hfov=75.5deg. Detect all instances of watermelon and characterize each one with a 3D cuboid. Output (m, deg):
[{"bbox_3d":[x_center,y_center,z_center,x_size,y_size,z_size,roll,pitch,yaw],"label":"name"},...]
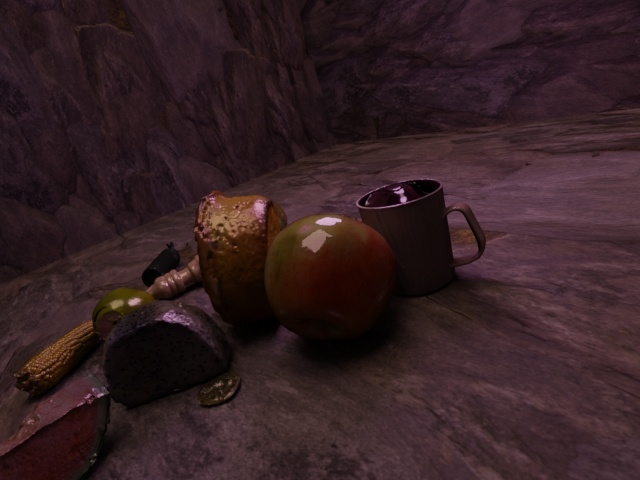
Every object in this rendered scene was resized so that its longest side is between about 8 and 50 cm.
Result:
[{"bbox_3d":[-0.520,0.398,0.773,0.148,0.226,0.318,20,49,18],"label":"watermelon"}]

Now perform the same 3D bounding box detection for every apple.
[{"bbox_3d":[0.021,0.094,0.979,0.320,0.319,0.276,-2,60,38],"label":"apple"}]

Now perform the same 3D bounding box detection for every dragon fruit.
[{"bbox_3d":[-0.391,0.249,1.040,0.283,0.220,0.204,-22,26,-3],"label":"dragon fruit"}]

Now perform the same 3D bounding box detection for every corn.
[{"bbox_3d":[-0.791,0.353,1.280,0.106,0.106,0.305,-13,17,13],"label":"corn"}]

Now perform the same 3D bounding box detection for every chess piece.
[{"bbox_3d":[-0.554,0.159,1.591,0.308,0.124,0.138,-29,54,-18],"label":"chess piece"}]

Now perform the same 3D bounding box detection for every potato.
[{"bbox_3d":[-0.259,-0.076,1.858,0.211,0.173,0.307,-11,23,24],"label":"potato"}]

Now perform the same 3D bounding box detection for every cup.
[{"bbox_3d":[0.266,-0.022,1.105,0.289,0.272,0.208,-15,19,6],"label":"cup"}]

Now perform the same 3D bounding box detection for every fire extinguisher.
[{"bbox_3d":[-0.704,0.101,1.861,0.096,0.114,0.311,-20,18,6],"label":"fire extinguisher"}]

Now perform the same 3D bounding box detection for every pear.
[{"bbox_3d":[-0.623,0.236,1.339,0.188,0.187,0.219,-15,7,9],"label":"pear"}]

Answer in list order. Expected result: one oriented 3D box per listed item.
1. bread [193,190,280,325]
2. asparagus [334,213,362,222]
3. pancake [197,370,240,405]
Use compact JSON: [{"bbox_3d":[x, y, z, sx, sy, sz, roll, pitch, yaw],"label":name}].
[{"bbox_3d":[-0.222,0.044,1.182,0.216,0.397,0.398,-7,20,2],"label":"bread"},{"bbox_3d":[0.116,-0.061,1.643,0.080,0.080,0.287,-30,31,-31],"label":"asparagus"},{"bbox_3d":[-0.232,0.339,0.947,0.108,0.017,0.108,-18,17,6],"label":"pancake"}]
